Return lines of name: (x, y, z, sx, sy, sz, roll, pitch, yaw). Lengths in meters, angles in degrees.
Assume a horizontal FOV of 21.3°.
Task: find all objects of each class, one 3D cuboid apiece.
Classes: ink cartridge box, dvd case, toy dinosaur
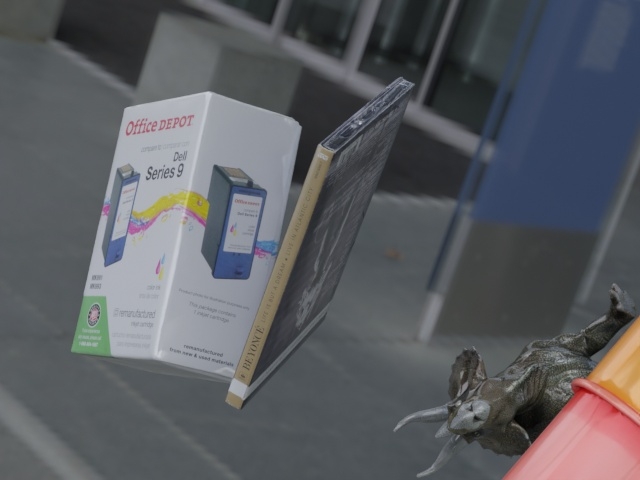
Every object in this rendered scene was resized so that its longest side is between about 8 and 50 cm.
ink cartridge box: (-0.107, -0.001, 1.347, 0.093, 0.212, 0.154, 18, -10, -31)
dvd case: (0.000, 0.000, 1.241, 0.018, 0.221, 0.164, 26, 29, 11)
toy dinosaur: (0.204, 0.137, 1.303, 0.313, 0.160, 0.121, 33, 33, -41)

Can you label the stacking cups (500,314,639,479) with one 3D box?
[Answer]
stacking cups: (0.191, 0.010, 0.714, 0.096, 0.316, 0.096, 44, -8, 8)
